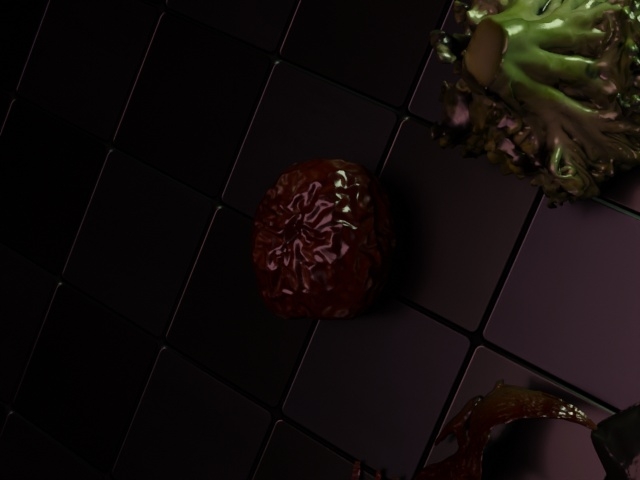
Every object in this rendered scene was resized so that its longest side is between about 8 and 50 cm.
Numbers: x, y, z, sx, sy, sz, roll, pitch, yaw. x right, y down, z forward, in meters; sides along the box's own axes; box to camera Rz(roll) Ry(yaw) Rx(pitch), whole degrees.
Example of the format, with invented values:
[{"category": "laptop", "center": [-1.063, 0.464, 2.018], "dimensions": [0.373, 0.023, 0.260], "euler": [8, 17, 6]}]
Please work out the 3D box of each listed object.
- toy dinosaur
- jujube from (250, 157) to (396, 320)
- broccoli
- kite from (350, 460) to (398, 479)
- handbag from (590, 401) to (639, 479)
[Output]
[{"category": "toy dinosaur", "center": [0.212, 0.329, 1.702], "dimensions": [0.112, 0.206, 0.327], "euler": [28, 96, -16]}, {"category": "jujube", "center": [0.000, 0.000, 1.809], "dimensions": [0.212, 0.213, 0.232], "euler": [0, 85, 30]}, {"category": "broccoli", "center": [0.296, -0.226, 1.646], "dimensions": [0.334, 0.272, 0.324], "euler": [-59, 23, 20]}, {"category": "kite", "center": [0.059, 0.451, 1.839], "dimensions": [0.141, 0.015, 0.245], "euler": [15, 97, 29]}, {"category": "handbag", "center": [0.481, 0.302, 1.568], "dimensions": [0.223, 0.080, 0.247], "euler": [-30, 73, 25]}]
